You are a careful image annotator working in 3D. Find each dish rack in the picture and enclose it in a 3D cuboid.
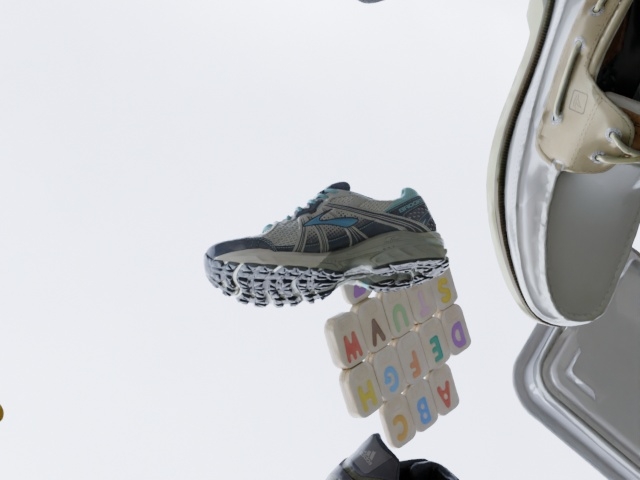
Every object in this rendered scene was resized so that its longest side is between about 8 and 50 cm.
[{"bbox_3d":[0.421,0.175,1.875,0.333,0.072,0.285,39,-120,-6],"label":"dish rack"}]

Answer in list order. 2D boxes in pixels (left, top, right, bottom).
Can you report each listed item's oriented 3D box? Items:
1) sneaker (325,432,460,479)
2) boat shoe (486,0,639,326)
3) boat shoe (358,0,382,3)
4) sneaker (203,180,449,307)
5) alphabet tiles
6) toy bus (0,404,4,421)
[{"bbox_3d":[0.102,0.272,1.382,0.300,0.121,0.111,35,-176,-44],"label":"sneaker"},{"bbox_3d":[0.192,-0.083,1.026,0.113,0.302,0.103,0,-171,-32],"label":"boat shoe"},{"bbox_3d":[0.089,-0.248,1.359,0.142,0.049,0.040,-13,-151,-9],"label":"boat shoe"},{"bbox_3d":[0.000,0.000,1.734,0.283,0.110,0.122,-4,-117,-16],"label":"sneaker"},{"bbox_3d":[0.110,0.128,2.060,0.284,0.021,0.278,-27,-76,-49],"label":"alphabet tiles"},{"bbox_3d":[-0.382,0.162,1.288,0.220,0.149,0.211,-23,-92,-58],"label":"toy bus"}]
